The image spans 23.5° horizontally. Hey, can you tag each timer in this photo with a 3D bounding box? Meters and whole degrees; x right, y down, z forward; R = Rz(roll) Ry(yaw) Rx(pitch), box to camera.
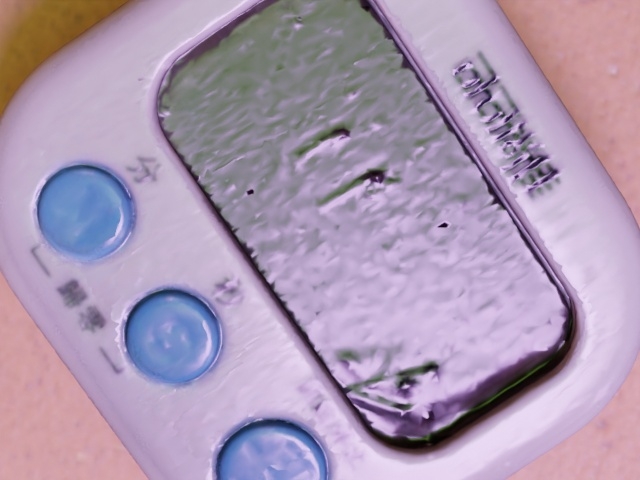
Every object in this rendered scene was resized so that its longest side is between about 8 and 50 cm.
[{"bbox_3d":[0.000,0.000,0.668,0.237,0.087,0.262,-34,99,3],"label":"timer"}]
